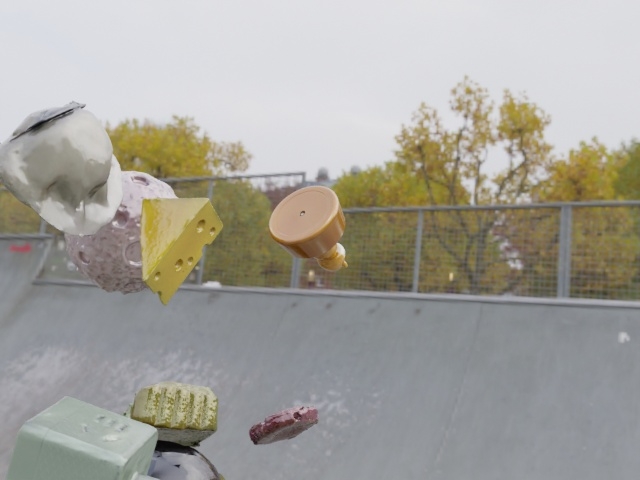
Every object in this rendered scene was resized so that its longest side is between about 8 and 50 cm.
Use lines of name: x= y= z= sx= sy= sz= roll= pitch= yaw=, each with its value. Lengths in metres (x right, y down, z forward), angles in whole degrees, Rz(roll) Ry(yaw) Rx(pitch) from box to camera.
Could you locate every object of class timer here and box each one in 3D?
timer: x=0.000 y=0.000 z=1.274 sx=0.132 sy=0.132 sz=0.152 roll=0 pitch=-38 yaw=33

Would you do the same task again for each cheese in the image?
cheese: x=-0.260 y=0.019 z=1.258 sx=0.126 sy=0.171 sz=0.093 roll=3 pitch=-32 yaw=15

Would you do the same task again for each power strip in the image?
power strip: x=-0.321 y=0.340 z=1.050 sx=0.224 sy=0.139 sz=0.140 roll=18 pitch=6 yaw=5

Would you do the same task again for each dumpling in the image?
dumpling: x=-0.419 y=-0.137 z=1.225 sx=0.204 sy=0.163 sz=0.293 roll=38 pitch=24 yaw=1

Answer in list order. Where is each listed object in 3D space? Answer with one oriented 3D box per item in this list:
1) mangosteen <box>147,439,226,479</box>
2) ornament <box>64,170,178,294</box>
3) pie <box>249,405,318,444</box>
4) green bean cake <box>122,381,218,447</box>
mangosteen: x=-0.361 y=0.648 z=1.682 sx=0.422 sy=0.380 sz=0.381 roll=-2 pitch=-3 yaw=-31
ornament: x=-0.409 y=-0.020 z=1.502 sx=0.225 sy=0.259 sz=0.259 roll=24 pitch=-11 yaw=-7
pie: x=-0.070 y=0.373 z=1.450 sx=0.154 sy=0.038 sz=0.153 roll=-17 pitch=-26 yaw=-8
green bean cake: x=-0.399 y=0.456 z=1.888 sx=0.233 sy=0.124 sz=0.236 roll=12 pitch=-28 yaw=-21
